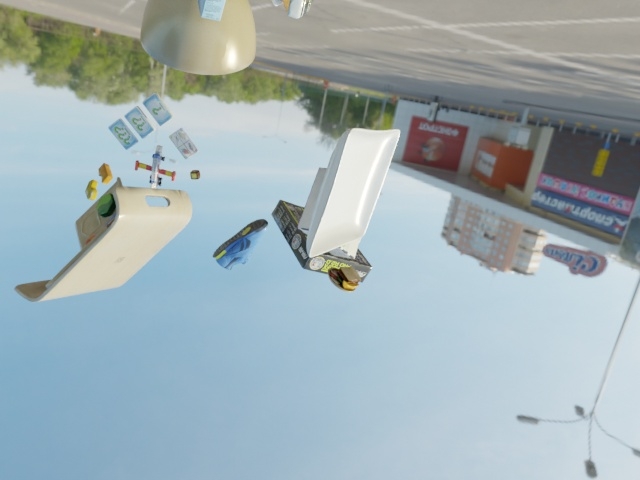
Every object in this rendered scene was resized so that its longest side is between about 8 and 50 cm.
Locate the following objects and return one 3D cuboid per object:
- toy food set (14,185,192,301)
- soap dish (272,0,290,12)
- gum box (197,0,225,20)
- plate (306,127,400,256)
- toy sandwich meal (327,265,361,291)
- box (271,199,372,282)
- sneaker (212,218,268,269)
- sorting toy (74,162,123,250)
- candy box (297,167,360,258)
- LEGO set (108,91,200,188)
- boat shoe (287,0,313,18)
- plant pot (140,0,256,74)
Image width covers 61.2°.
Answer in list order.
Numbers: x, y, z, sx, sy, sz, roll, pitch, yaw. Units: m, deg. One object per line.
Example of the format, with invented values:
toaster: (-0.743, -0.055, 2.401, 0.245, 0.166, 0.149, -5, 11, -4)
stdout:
toy food set: (-0.423, 0.003, 1.075, 0.092, 0.306, 0.220, 53, -163, 11)
soap dish: (-0.096, -0.740, 1.300, 0.118, 0.291, 0.229, -11, -136, 15)
gum box: (-0.194, -0.538, 1.010, 0.041, 0.184, 0.157, 3, -128, -26)
plate: (0.066, -0.116, 1.179, 0.045, 0.277, 0.278, 26, -159, 23)
toy sandwich meal: (0.055, 0.084, 1.239, 0.085, 0.029, 0.085, 29, -154, -16)
box: (0.000, 0.000, 1.558, 0.216, 0.060, 0.270, 15, -153, -36)
sneaker: (-0.218, 0.015, 1.583, 0.082, 0.209, 0.069, 46, -157, -22)
sorting toy: (-0.635, -0.074, 1.548, 0.041, 0.229, 0.307, 25, -152, -51)
candy box: (0.042, -0.064, 1.356, 0.070, 0.165, 0.196, 10, 165, 33)
LEGO set: (-0.435, -0.241, 1.447, 0.182, 0.244, 0.060, -28, -160, 19)
boat shoe: (0.013, -0.432, 0.821, 0.070, 0.219, 0.078, 22, 174, -9)
plant pot: (-0.284, -0.558, 1.301, 0.284, 0.191, 0.284, 9, -135, -9)
